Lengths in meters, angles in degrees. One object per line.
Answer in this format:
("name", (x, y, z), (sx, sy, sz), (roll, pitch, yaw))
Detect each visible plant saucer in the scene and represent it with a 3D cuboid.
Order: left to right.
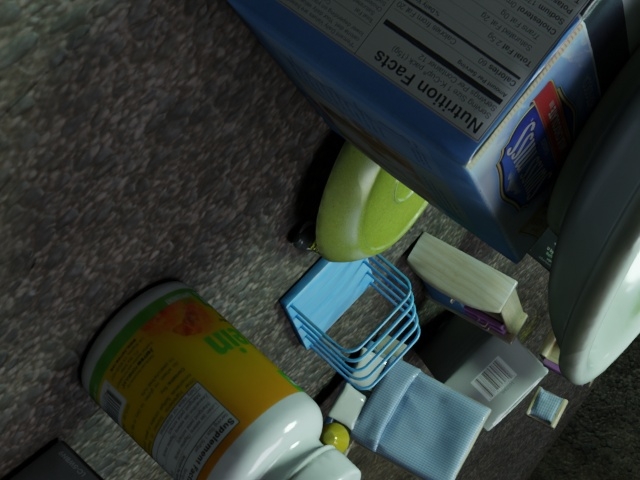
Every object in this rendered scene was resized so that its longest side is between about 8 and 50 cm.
("plant saucer", (0.081, -0.075, 1.443), (0.241, 0.037, 0.241), (-46, 156, -28))
("plant saucer", (0.282, -0.073, 1.135), (0.400, 0.100, 0.400), (-47, 160, -22))

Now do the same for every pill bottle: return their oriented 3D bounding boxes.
("pill bottle", (-0.085, 0.162, 1.264), (0.136, 0.246, 0.136), (-42, 160, -20))

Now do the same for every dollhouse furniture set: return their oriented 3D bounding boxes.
("dollhouse furniture set", (0.168, 0.195, 1.812), (0.303, 0.286, 0.198), (-59, 161, -7))

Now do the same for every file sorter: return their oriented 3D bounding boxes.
("file sorter", (0.042, 0.084, 1.611), (0.118, 0.104, 0.170), (-46, 160, -10))

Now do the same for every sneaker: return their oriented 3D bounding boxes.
("sneaker", (0.000, 0.000, 1.464), (0.031, 0.035, 0.083), (-57, 159, 18))

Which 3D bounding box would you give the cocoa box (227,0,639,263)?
("cocoa box", (0.118, -0.160, 1.116), (0.228, 0.231, 0.347), (-52, 162, -1))

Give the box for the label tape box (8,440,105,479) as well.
("label tape box", (-0.339, 0.370, 1.320), (0.334, 0.106, 0.240), (-38, 157, -31))

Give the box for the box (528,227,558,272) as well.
("box", (0.365, -0.104, 1.896), (0.165, 0.143, 0.270), (-16, 142, -58))

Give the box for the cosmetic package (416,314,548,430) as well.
("cosmetic package", (0.229, 0.174, 2.044), (0.127, 0.107, 0.238), (-46, -174, 4))
